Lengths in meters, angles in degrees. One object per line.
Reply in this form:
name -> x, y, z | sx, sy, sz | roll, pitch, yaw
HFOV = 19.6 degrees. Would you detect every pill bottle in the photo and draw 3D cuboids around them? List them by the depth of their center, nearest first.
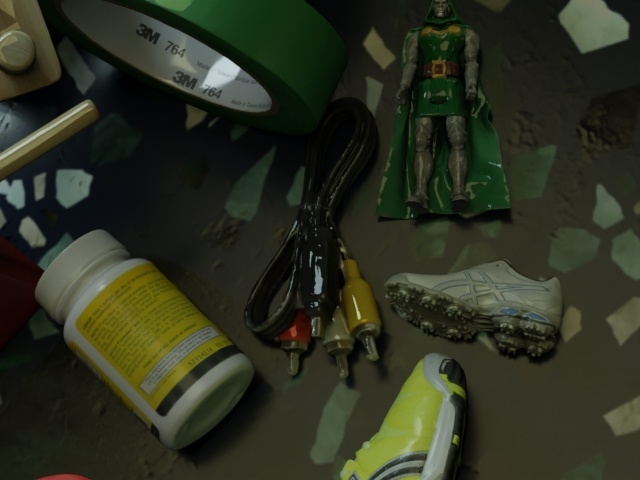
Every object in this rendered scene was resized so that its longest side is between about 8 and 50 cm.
pill bottle -> -0.175, 0.094, 1.812 | 0.119, 0.119, 0.208 | -45, 75, -5

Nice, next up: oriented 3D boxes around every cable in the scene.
cable -> 0.000, 0.000, 1.861 | 0.139, 0.072, 0.287 | -11, 59, 28

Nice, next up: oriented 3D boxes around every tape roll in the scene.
tape roll -> -0.132, -0.209, 1.782 | 0.321, 0.321, 0.077 | 23, 79, 13

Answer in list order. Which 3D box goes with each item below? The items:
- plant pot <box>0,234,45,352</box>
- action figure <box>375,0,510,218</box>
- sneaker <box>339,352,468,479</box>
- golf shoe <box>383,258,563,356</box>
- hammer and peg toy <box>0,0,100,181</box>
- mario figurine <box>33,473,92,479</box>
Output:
plant pot -> -0.466, 0.037, 1.808 | 0.267, 0.236, 0.267 | 38, 83, 15
action figure -> 0.121, -0.142, 1.868 | 0.137, 0.063, 0.232 | -2, 71, 11
sneaker -> 0.030, 0.276, 1.724 | 0.147, 0.145, 0.385 | 20, 77, 12
golf shoe -> 0.153, 0.053, 1.818 | 0.176, 0.069, 0.086 | 16, 58, 9
hammer and peg toy -> -0.368, -0.174, 1.678 | 0.266, 0.127, 0.361 | -21, 93, -10
mario figurine -> -0.236, 0.315, 1.656 | 0.198, 0.320, 0.170 | -15, 73, 4
